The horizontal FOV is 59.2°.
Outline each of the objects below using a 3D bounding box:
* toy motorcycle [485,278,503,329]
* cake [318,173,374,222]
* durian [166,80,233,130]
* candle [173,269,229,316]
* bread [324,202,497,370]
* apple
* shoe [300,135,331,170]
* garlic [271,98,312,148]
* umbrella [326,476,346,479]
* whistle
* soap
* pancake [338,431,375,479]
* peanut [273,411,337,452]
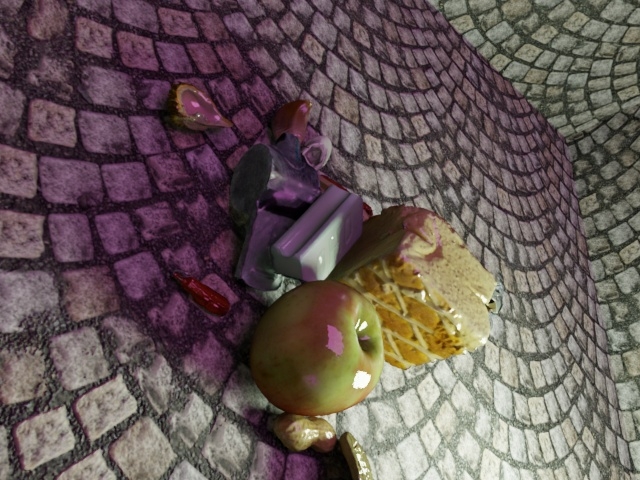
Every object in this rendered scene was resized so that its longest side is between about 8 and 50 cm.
[{"bbox_3d":[0.626,0.230,2.149,0.130,0.094,0.229,39,59,-19],"label":"toy motorcycle"},{"bbox_3d":[0.074,-0.118,1.739,0.086,0.117,0.220,-42,102,-42],"label":"cake"},{"bbox_3d":[-0.322,-0.329,1.481,0.224,0.078,0.140,20,43,-51],"label":"durian"},{"bbox_3d":[-0.277,0.120,1.304,0.162,0.048,0.053,40,63,-24],"label":"candle"},{"bbox_3d":[0.235,0.134,1.581,0.390,0.371,0.279,46,48,-13],"label":"bread"},{"bbox_3d":[-0.012,0.257,1.326,0.319,0.277,0.319,42,37,-43],"label":"apple"},{"bbox_3d":[-0.013,-0.262,1.733,0.095,0.110,0.265,51,45,-12],"label":"shoe"},{"bbox_3d":[-0.083,-0.331,1.680,0.090,0.129,0.198,46,38,-41],"label":"garlic"},{"bbox_3d":[0.072,0.726,1.293,0.143,0.094,0.348,24,48,-58],"label":"umbrella"},{"bbox_3d":[-0.118,-0.077,1.465,0.168,0.188,0.404,20,57,-39],"label":"whistle"},{"bbox_3d":[0.000,0.000,1.444,0.289,0.095,0.173,-48,149,-36],"label":"soap"},{"bbox_3d":[0.099,0.588,1.365,0.242,0.050,0.242,63,3,-5],"label":"pancake"},{"bbox_3d":[-0.032,0.463,1.349,0.193,0.089,0.089,24,54,-35],"label":"peanut"}]
